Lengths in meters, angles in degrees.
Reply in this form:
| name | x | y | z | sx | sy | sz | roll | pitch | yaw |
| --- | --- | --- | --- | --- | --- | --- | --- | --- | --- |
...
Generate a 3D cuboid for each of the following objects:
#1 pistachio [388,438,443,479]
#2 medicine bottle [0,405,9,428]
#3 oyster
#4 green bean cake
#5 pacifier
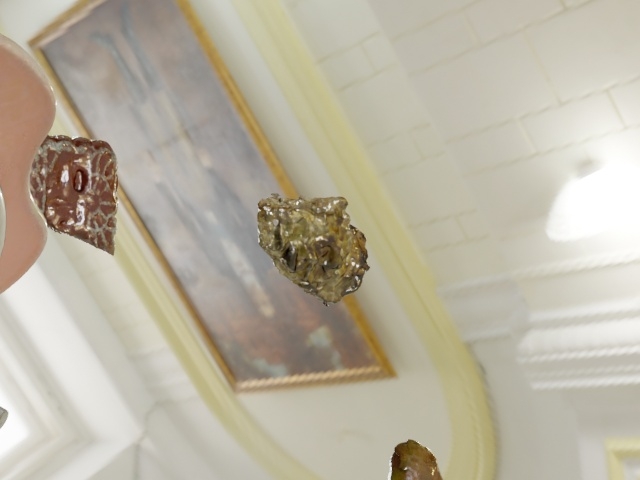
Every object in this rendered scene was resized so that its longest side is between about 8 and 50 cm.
| name | x | y | z | sx | sy | sz | roll | pitch | yaw |
| --- | --- | --- | --- | --- | --- | --- | --- | --- | --- |
| pistachio | 0.120 | 0.327 | 1.351 | 0.089 | 0.173 | 0.049 | -14 | -176 | -26 |
| medicine bottle | -0.537 | 0.210 | 1.546 | 0.092 | 0.220 | 0.061 | -60 | 169 | -12 |
| oyster | -0.006 | -0.001 | 1.203 | 0.056 | 0.177 | 0.105 | 3 | -120 | 48 |
| green bean cake | -0.450 | -0.082 | 1.893 | 0.232 | 0.199 | 0.097 | 7 | 175 | -42 |
| pacifier | -0.332 | -0.055 | 0.877 | 0.273 | 0.220 | 0.332 | -71 | 179 | -45 |
